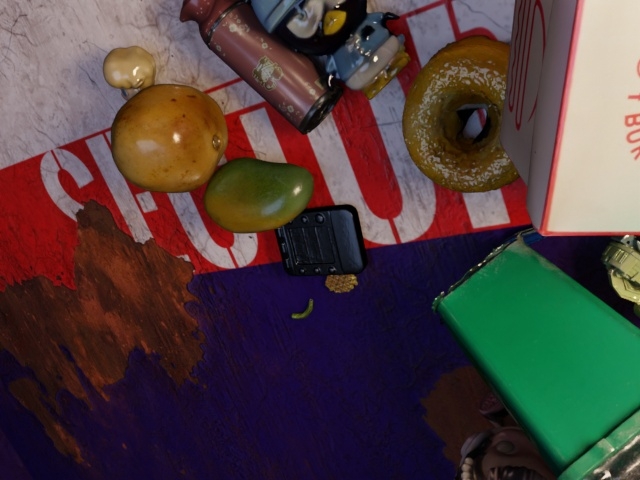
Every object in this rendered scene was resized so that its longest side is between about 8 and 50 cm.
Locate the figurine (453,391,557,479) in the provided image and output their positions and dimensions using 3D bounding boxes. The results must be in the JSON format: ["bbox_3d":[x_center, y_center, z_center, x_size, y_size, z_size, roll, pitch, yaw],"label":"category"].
[{"bbox_3d":[0.382,0.433,1.122,0.253,0.361,0.210,-1,106,31],"label":"figurine"}]

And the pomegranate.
[{"bbox_3d":[-0.297,-0.198,1.241,0.233,0.233,0.233,15,123,24],"label":"pomegranate"}]

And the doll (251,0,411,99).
[{"bbox_3d":[0.006,-0.372,1.017,0.314,0.141,0.177,44,105,-7],"label":"doll"}]

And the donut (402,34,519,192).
[{"bbox_3d":[0.243,-0.195,1.003,0.254,0.118,0.253,6,105,24],"label":"donut"}]

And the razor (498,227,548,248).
[{"bbox_3d":[0.430,-0.039,1.017,0.324,0.093,0.056,-22,64,42],"label":"razor"}]

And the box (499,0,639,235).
[{"bbox_3d":[0.393,-0.205,0.721,0.315,0.300,0.312,0,119,4],"label":"box"}]

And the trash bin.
[{"bbox_3d":[0.384,0.187,0.955,0.381,0.295,0.259,51,180,34],"label":"trash bin"}]

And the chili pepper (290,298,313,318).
[{"bbox_3d":[-0.040,0.162,1.433,0.083,0.017,0.030,-35,94,40],"label":"chili pepper"}]

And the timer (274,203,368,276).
[{"bbox_3d":[0.000,0.000,1.294,0.188,0.055,0.144,-3,111,28],"label":"timer"}]

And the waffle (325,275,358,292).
[{"bbox_3d":[0.039,0.074,1.336,0.078,0.016,0.085,-5,114,29],"label":"waffle"}]

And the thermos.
[{"bbox_3d":[-0.110,-0.347,1.118,0.330,0.109,0.136,43,144,3],"label":"thermos"}]

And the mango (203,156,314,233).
[{"bbox_3d":[-0.124,-0.090,1.266,0.251,0.114,0.156,3,74,26],"label":"mango"}]

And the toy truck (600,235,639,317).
[{"bbox_3d":[0.515,0.066,0.957,0.191,0.085,0.116,35,100,-3],"label":"toy truck"}]

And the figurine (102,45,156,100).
[{"bbox_3d":[-0.389,-0.311,1.325,0.108,0.114,0.196,0,130,5],"label":"figurine"}]
